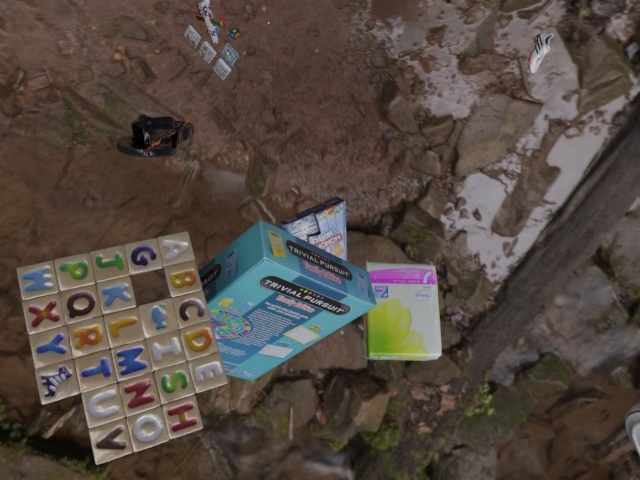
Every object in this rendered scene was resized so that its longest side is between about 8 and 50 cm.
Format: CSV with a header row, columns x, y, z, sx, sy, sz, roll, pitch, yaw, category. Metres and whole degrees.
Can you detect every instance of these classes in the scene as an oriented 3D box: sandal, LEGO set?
x,y,z,sx,sy,sz,roll,pitch,yaw,category
-0.499,-0.339,1.552,0.167,0.446,0.107,5,112,-4,sandal
-0.313,-0.615,1.553,0.182,0.244,0.060,47,67,-13,LEGO set

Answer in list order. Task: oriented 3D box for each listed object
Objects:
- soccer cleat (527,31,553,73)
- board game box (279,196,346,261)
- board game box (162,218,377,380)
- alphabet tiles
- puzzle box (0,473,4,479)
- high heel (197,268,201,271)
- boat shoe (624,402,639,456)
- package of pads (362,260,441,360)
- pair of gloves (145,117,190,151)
x,y,z,sx,sy,sz,roll,pitch,yaw,category
0.450,-0.384,1.046,0.029,0.035,0.083,13,96,-37,soccer cleat
0.000,0.000,1.486,0.194,0.060,0.194,-26,118,-19,board game box
-0.113,0.125,0.895,0.336,0.079,0.253,-36,136,29,board game box
-0.224,0.120,0.596,0.198,0.009,0.237,-14,77,-19,alphabet tiles
-0.405,0.312,0.364,0.052,0.409,0.272,-42,76,16,puzzle box
-0.218,0.079,1.157,0.117,0.244,0.082,-57,137,-17,high heel
0.466,0.326,0.621,0.084,0.258,0.095,-13,147,-32,boat shoe
0.246,0.214,1.558,0.229,0.101,0.297,3,72,-5,package of pads
-0.283,-0.195,0.952,0.083,0.074,0.010,-26,111,28,pair of gloves
